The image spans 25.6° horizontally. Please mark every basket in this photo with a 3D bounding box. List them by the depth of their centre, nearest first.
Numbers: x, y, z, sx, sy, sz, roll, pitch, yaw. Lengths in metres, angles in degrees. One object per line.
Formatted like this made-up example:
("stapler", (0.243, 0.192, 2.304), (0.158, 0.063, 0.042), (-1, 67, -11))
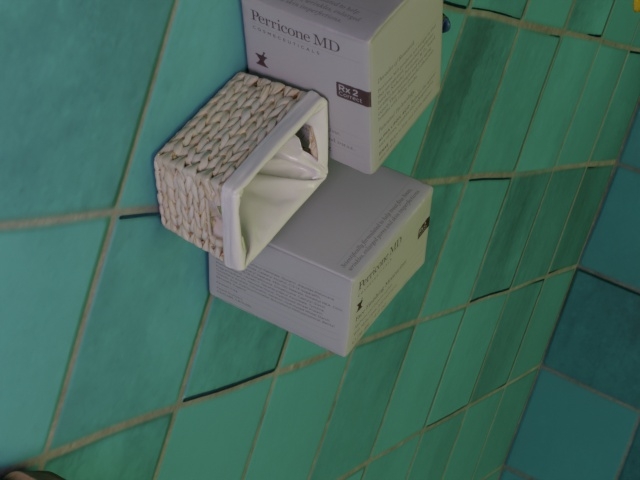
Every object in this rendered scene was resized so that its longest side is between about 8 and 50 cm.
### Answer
("basket", (-0.077, -0.073, 1.387), (0.167, 0.103, 0.113), (-49, 152, -36))

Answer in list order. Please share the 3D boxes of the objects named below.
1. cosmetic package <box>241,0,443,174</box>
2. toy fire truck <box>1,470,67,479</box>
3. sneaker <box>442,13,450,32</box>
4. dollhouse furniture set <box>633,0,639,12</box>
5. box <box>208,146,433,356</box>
("cosmetic package", (0.026, -0.199, 1.435), (0.151, 0.151, 0.184), (-51, 153, -33))
("toy fire truck", (-0.230, 0.346, 1.254), (0.217, 0.246, 0.158), (-66, 159, -1))
("sneaker", (0.087, -0.188, 1.674), (0.083, 0.087, 0.221), (-10, 120, -64))
("dollhouse furniture set", (0.283, -0.301, 1.048), (0.286, 0.198, 0.304), (3, 93, -74))
("box", (0.000, 0.000, 1.531), (0.181, 0.181, 0.119), (-47, 152, -39))
